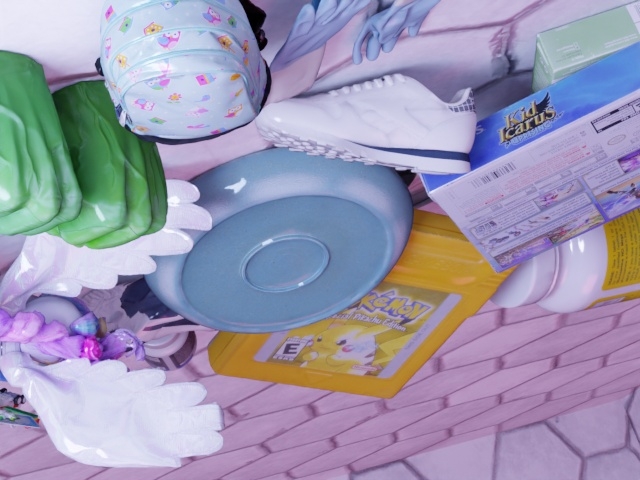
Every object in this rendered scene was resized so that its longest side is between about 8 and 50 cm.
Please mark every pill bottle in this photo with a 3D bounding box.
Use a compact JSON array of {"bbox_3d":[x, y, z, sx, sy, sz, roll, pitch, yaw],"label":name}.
[{"bbox_3d":[0.371,-0.006,2.273,0.334,0.188,0.188,-10,161,-32],"label":"pill bottle"},{"bbox_3d":[-0.205,0.119,2.192,0.078,0.078,0.137,-19,164,-3],"label":"pill bottle"}]

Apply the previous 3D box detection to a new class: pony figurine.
[{"bbox_3d":[-0.293,0.098,1.760,0.351,0.303,0.363,-6,176,-16],"label":"pony figurine"}]

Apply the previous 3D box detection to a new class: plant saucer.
[{"bbox_3d":[-0.043,0.014,1.910,0.318,0.043,0.317,-10,144,-8],"label":"plant saucer"}]

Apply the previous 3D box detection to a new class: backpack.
[{"bbox_3d":[-0.110,-0.148,1.369,0.152,0.115,0.182,-17,161,-2],"label":"backpack"}]

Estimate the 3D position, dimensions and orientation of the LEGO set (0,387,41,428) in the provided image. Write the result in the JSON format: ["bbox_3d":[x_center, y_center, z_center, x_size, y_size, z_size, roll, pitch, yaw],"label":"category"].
[{"bbox_3d":[-0.414,0.208,1.994,0.244,0.060,0.182,11,-173,-26],"label":"LEGO set"}]

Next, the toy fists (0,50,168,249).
[{"bbox_3d":[-0.229,-0.064,1.447,0.096,0.142,0.279,-27,162,22],"label":"toy fists"}]

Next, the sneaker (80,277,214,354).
[{"bbox_3d":[-0.189,0.089,2.080,0.235,0.094,0.153,-38,150,21],"label":"sneaker"}]

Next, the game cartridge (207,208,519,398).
[{"bbox_3d":[0.056,0.078,2.098,0.285,0.052,0.323,11,138,-30],"label":"game cartridge"}]

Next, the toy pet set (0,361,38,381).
[{"bbox_3d":[-0.342,0.160,2.101,0.114,0.122,0.065,10,144,-23],"label":"toy pet set"}]

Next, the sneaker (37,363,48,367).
[{"bbox_3d":[-0.342,0.182,2.280,0.061,0.053,0.152,-24,164,22],"label":"sneaker"}]

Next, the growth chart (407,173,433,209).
[{"bbox_3d":[0.153,-0.084,2.021,0.172,0.021,0.237,-24,168,-27],"label":"growth chart"}]

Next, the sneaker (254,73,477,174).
[{"bbox_3d":[0.046,-0.124,1.704,0.235,0.095,0.090,8,-179,-22],"label":"sneaker"}]

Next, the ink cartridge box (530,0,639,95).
[{"bbox_3d":[0.315,-0.178,1.858,0.171,0.056,0.235,-19,157,-5],"label":"ink cartridge box"}]

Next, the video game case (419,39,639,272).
[{"bbox_3d":[0.267,-0.084,1.847,0.269,0.061,0.244,-26,150,13],"label":"video game case"}]

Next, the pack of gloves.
[{"bbox_3d":[0.031,-0.207,1.511,0.195,0.046,0.232,-26,171,-25],"label":"pack of gloves"}]
